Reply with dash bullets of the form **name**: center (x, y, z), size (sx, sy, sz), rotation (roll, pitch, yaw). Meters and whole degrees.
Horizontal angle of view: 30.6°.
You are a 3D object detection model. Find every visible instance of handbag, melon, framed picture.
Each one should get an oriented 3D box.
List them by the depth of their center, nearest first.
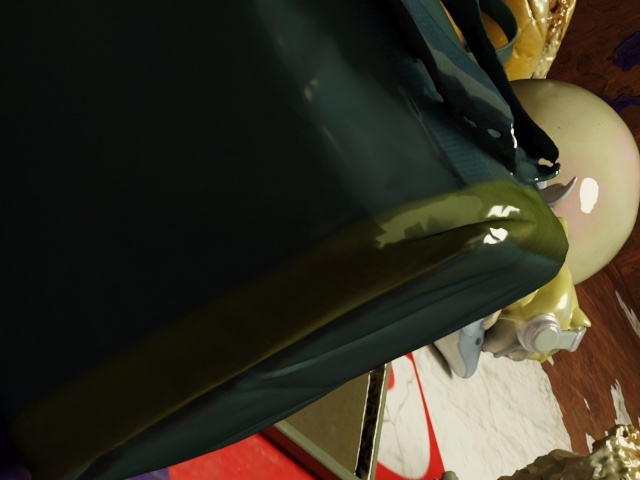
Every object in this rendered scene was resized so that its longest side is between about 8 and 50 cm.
- **handbag**: center (-0.043, -0.051, 0.470), size (0.241, 0.222, 0.263), rotation (63, 19, 10)
- **framed picture**: center (-0.001, 0.000, 0.715), size (0.192, 0.018, 0.265), rotation (48, 43, -43)
- **melon**: center (0.223, -0.058, 1.220), size (0.223, 0.223, 0.317), rotation (65, 15, 0)

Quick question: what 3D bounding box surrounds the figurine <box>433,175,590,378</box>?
- **figurine**: center (0.162, 0.027, 1.020), size (0.184, 0.208, 0.128), rotation (19, 14, -25)

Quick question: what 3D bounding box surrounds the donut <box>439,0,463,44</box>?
- **donut**: center (0.068, -0.125, 1.038), size (0.174, 0.075, 0.190), rotation (2, 93, -67)

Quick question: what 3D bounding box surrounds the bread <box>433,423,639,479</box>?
- **bread**: center (0.153, 0.227, 0.729), size (0.314, 0.171, 0.192), rotation (17, 46, -66)

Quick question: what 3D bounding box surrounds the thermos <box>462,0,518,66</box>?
- **thermos**: center (0.117, -0.261, 1.288), size (0.286, 0.182, 0.145), rotation (-95, -168, -48)

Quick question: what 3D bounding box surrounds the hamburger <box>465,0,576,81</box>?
- **hamburger**: center (0.232, -0.280, 1.468), size (0.155, 0.245, 0.282), rotation (-6, 85, -34)
